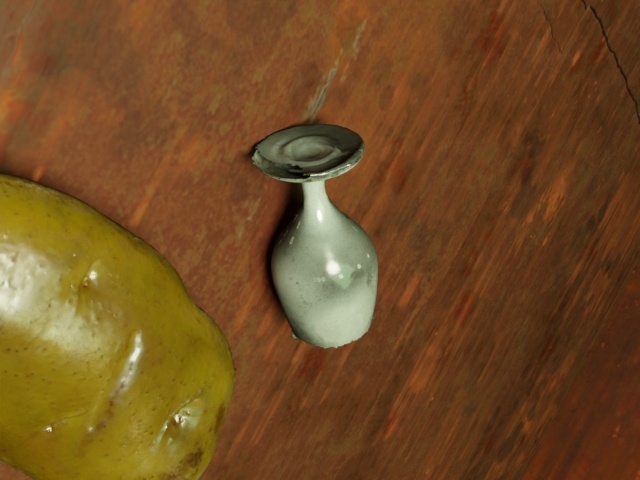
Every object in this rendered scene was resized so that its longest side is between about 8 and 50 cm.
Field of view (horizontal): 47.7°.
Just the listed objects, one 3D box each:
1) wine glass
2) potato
[{"bbox_3d":[0.000,0.000,0.800,0.126,0.126,0.241,-33,133,-33],"label":"wine glass"},{"bbox_3d":[-0.210,0.083,0.597,0.195,0.177,0.369,-22,132,13],"label":"potato"}]
